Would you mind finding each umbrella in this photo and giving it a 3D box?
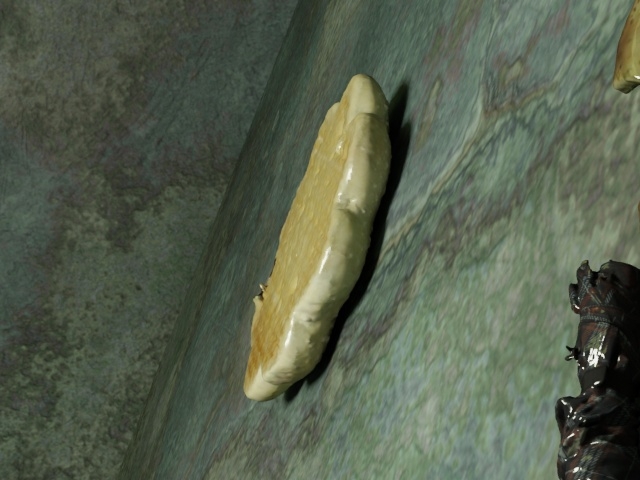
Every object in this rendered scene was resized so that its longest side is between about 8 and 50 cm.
[{"bbox_3d":[0.118,0.070,0.607,0.037,0.040,0.144,-46,26,48],"label":"umbrella"}]

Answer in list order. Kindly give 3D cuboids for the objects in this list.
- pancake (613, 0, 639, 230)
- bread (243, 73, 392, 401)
[{"bbox_3d":[0.185,-0.104,0.611,0.235,0.029,0.212,-88,21,-54],"label":"pancake"},{"bbox_3d":[0.000,0.000,1.335,0.316,0.054,0.316,-160,90,-81],"label":"bread"}]
